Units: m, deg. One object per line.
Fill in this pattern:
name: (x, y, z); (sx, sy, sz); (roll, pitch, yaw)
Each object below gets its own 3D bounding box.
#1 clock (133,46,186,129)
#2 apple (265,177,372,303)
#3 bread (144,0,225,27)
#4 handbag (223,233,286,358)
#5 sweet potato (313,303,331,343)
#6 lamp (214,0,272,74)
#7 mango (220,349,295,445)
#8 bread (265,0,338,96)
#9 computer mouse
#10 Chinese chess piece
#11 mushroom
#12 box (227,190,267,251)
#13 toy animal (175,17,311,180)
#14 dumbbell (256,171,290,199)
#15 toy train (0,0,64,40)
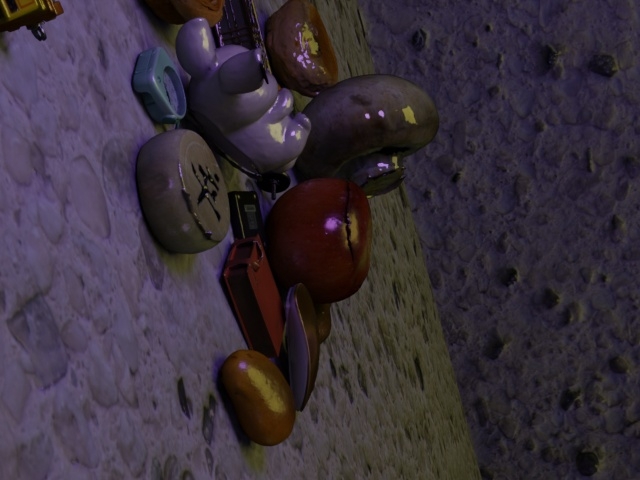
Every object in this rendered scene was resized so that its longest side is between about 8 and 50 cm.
clock: (-0.244, -0.225, 1.501); (0.101, 0.041, 0.135); (-88, 161, -47)
apple: (0.000, 0.000, 1.928); (0.272, 0.206, 0.251); (-83, 168, -48)
bread: (-0.233, -0.465, 1.599); (0.198, 0.120, 0.236); (46, 34, -62)
handbag: (-0.112, 0.097, 1.688); (0.127, 0.063, 0.190); (-78, 154, -59)
sweet potato: (-0.008, 0.163, 1.982); (0.244, 0.077, 0.077); (-59, 135, -62)
lamp: (-0.149, -0.363, 1.900); (0.089, 0.090, 0.325); (-35, 113, -76)
mango: (-0.099, 0.248, 1.551); (0.178, 0.090, 0.115); (64, 25, -18)
bread: (-0.048, -0.445, 2.283); (0.244, 0.134, 0.244); (-15, 90, -73)
computer mouse: (-0.031, 0.202, 1.809); (0.126, 0.056, 0.245); (-71, 160, -70)
Chinese chess piece: (-0.202, -0.074, 1.445); (0.188, 0.083, 0.188); (-15, 90, -74)
mushroom: (0.105, -0.243, 2.234); (0.260, 0.352, 0.352); (69, 12, 14)
box: (-0.133, -0.032, 1.786); (0.126, 0.027, 0.125); (-11, 88, -76)
toy animal: (-0.132, -0.229, 1.621); (0.154, 0.208, 0.325); (-57, 162, -12)
dumbbell: (-0.094, -0.141, 1.947); (0.069, 0.069, 0.147); (60, 23, -50)
toy train: (-0.359, -0.314, 1.047); (0.127, 0.089, 0.219); (-58, 135, -56)
